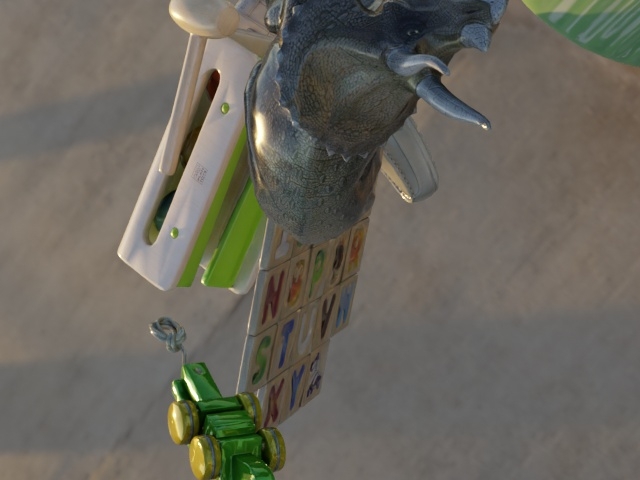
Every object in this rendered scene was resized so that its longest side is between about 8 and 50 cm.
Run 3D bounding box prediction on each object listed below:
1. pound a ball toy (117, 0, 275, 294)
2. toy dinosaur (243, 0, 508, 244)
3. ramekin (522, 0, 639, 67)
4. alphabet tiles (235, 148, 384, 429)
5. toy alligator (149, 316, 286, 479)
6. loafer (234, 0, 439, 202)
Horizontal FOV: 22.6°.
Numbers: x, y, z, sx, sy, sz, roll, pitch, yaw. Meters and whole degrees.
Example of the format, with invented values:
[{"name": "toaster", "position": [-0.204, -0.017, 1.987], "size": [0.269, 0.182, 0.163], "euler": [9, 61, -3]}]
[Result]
[{"name": "pound a ball toy", "position": [-0.128, -0.111, 1.686], "size": [0.136, 0.208, 0.319], "euler": [36, 111, 38]}, {"name": "toy dinosaur", "position": [0.000, -0.071, 0.857], "size": [0.313, 0.121, 0.160], "euler": [119, 167, -57]}, {"name": "ramekin", "position": [0.262, -0.278, 1.220], "size": [0.148, 0.303, 0.303], "euler": [131, 153, -58]}, {"name": "alphabet tiles", "position": [0.000, 0.000, 1.441], "size": [0.011, 0.285, 0.342], "euler": [15, 104, 17]}, {"name": "toy alligator", "position": [-0.074, 0.121, 1.051], "size": [0.189, 0.056, 0.051], "euler": [50, 135, 49]}, {"name": "loafer", "position": [0.014, -0.161, 1.841], "size": [0.111, 0.319, 0.112], "euler": [-42, 10, -10]}]
